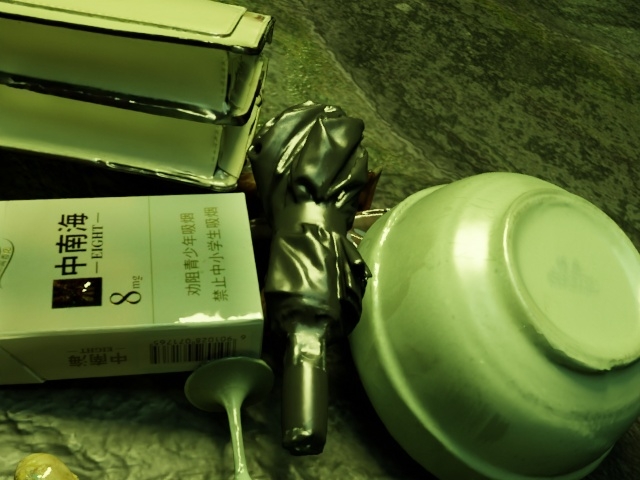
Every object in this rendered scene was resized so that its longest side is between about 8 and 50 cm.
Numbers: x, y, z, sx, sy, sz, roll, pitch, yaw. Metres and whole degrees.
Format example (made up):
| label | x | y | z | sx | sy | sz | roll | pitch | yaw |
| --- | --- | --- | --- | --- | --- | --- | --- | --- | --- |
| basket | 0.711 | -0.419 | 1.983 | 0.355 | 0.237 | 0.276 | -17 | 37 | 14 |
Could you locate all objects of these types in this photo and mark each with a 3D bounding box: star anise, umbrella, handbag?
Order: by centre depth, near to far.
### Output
| label | x | y | z | sx | sy | sz | roll | pitch | yaw |
| --- | --- | --- | --- | --- | --- | --- | --- | --- | --- |
| umbrella | -0.011 | 0.017 | 0.739 | 0.118 | 0.118 | 0.340 | 14 | 52 | -14 |
| handbag | -0.234 | -0.174 | 0.848 | 0.358 | 0.160 | 0.237 | 10 | 29 | -2 |
| star anise | 0.001 | 0.000 | 0.877 | 0.288 | 0.088 | 0.288 | 5 | 47 | -6 |

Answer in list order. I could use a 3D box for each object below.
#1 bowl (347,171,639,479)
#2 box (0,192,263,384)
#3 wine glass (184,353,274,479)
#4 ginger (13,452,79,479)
| label | x | y | z | sx | sy | sz | roll | pitch | yaw |
| --- | --- | --- | --- | --- | --- | --- | --- | --- | --- |
| bowl | 0.185 | 0.066 | 0.786 | 0.307 | 0.163 | 0.307 | 14 | 57 | -23 |
| box | -0.176 | 0.036 | 0.725 | 0.242 | 0.067 | 0.155 | -2 | 44 | -10 |
| wine glass | -0.058 | 0.186 | 0.652 | 0.079 | 0.079 | 0.196 | 7 | 43 | -21 |
| ginger | -0.117 | 0.215 | 0.554 | 0.052 | 0.176 | 0.193 | -45 | 102 | -22 |
